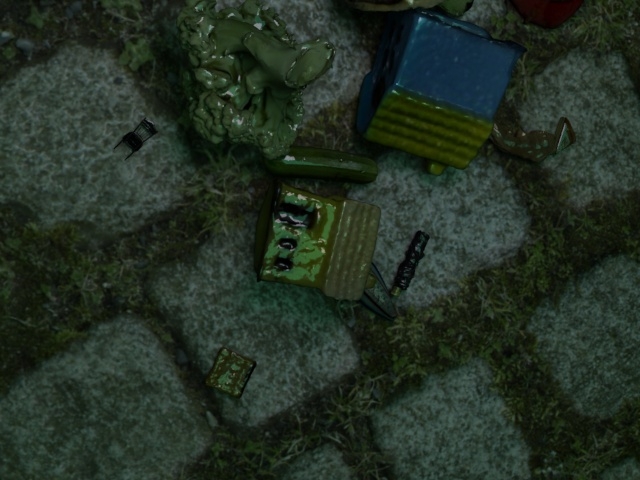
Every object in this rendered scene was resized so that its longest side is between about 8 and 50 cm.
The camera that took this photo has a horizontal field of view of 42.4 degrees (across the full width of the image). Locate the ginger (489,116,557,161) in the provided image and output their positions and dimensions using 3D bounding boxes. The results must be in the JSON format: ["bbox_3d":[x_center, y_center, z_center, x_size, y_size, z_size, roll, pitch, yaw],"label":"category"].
[{"bbox_3d":[0.414,-0.209,1.720,0.173,0.051,0.070,15,88,-18],"label":"ginger"}]

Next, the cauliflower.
[{"bbox_3d":[-0.131,-0.287,1.449,0.260,0.281,0.327,-43,110,-2],"label":"cauliflower"}]

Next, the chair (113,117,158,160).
[{"bbox_3d":[-0.344,-0.187,1.532,0.037,0.042,0.086,49,47,-15],"label":"chair"}]

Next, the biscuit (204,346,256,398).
[{"bbox_3d":[-0.177,0.261,1.626,0.081,0.018,0.083,26,88,-16],"label":"biscuit"}]

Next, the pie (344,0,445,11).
[{"bbox_3d":[0.169,-0.540,1.506,0.339,0.339,0.077,-46,140,-6],"label":"pie"}]

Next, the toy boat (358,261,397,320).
[{"bbox_3d":[0.087,0.080,1.667,0.080,0.046,0.229,-40,102,-13],"label":"toy boat"}]

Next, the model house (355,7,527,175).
[{"bbox_3d":[0.217,-0.284,1.582,0.237,0.215,0.303,15,103,-16],"label":"model house"}]

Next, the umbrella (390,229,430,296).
[{"bbox_3d":[0.183,0.049,1.690,0.037,0.040,0.144,25,90,-24],"label":"umbrella"}]

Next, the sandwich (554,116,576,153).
[{"bbox_3d":[0.522,-0.219,1.757,0.043,0.031,0.083,15,94,-12],"label":"sandwich"}]

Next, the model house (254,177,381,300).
[{"bbox_3d":[0.000,0.000,1.559,0.234,0.175,0.194,12,92,-12],"label":"model house"}]

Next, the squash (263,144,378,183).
[{"bbox_3d":[0.001,-0.148,1.610,0.228,0.066,0.066,5,94,-17],"label":"squash"}]

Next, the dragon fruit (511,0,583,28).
[{"bbox_3d":[0.438,-0.609,1.596,0.329,0.228,0.286,29,89,-18],"label":"dragon fruit"}]

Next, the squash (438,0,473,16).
[{"bbox_3d":[0.232,-0.531,1.633,0.184,0.085,0.192,33,68,-43],"label":"squash"}]
